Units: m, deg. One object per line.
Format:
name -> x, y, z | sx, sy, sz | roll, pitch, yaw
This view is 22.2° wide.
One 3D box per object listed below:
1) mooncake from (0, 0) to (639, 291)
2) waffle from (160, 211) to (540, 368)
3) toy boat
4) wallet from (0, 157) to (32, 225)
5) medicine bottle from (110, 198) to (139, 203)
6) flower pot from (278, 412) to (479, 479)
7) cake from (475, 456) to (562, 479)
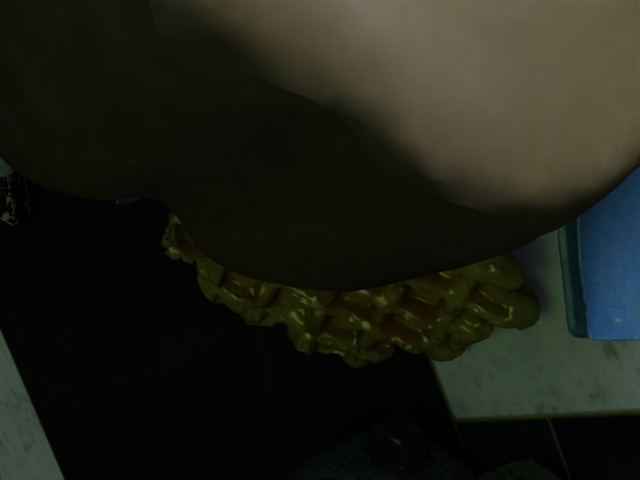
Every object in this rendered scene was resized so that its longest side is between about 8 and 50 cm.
mooncake -> 0.014, -0.211, 0.853 | 0.262, 0.467, 0.467 | -21, 96, 53
waffle -> 0.001, -0.003, 1.215 | 0.312, 0.060, 0.307 | -16, 130, 44
toy boat -> 0.202, -0.054, 1.039 | 0.109, 0.098, 0.238 | 1, 110, 1
wallet -> -0.395, -0.146, 1.664 | 0.262, 0.071, 0.221 | 19, 121, 36
medicine bottle -> -0.179, -0.195, 1.246 | 0.290, 0.245, 0.245 | 47, 140, 6
flower pot -> 0.011, 0.310, 1.296 | 0.299, 0.282, 0.299 | 31, 133, 39
cake -> 0.189, 0.321, 1.216 | 0.283, 0.158, 0.172 | 42, 139, 24
